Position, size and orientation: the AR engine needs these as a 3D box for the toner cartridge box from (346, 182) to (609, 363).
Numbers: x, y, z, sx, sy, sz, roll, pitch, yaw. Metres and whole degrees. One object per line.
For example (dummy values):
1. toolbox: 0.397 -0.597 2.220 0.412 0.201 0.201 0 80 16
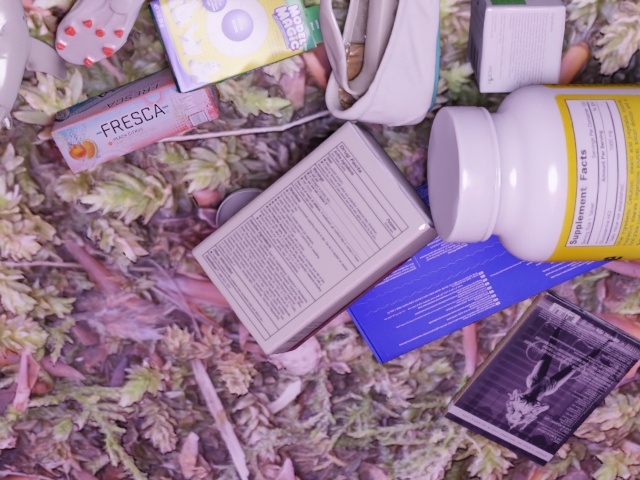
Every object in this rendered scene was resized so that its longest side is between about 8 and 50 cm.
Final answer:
1. toner cartridge box: 0.187 0.000 1.735 0.348 0.075 0.165 -25 119 12

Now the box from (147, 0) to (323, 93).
1. box: -0.083 -0.233 1.572 0.179 0.043 0.105 -21 100 -10

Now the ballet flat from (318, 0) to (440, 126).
1. ballet flat: 0.066 -0.290 1.516 0.139 0.139 0.400 1 123 -3

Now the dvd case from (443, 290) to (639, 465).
1. dvd case: 0.285 0.178 1.876 0.164 0.018 0.221 28 115 -18

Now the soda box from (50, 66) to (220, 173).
1. soda box: -0.205 -0.141 1.642 0.183 0.063 0.058 -20 117 8

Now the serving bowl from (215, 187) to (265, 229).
1. serving bowl: -0.082 -0.028 1.733 0.083 0.027 0.083 -1 120 -2

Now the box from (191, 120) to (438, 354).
1. box: 0.000 0.000 1.638 0.232 0.127 0.148 -38 80 9

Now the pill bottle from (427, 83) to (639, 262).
1. pill bottle: 0.290 -0.071 1.545 0.334 0.188 0.188 -1 120 -9

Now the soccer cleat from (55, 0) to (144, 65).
1. soccer cleat: -0.220 -0.260 1.575 0.068 0.076 0.196 28 135 -21

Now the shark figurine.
1. shark figurine: -0.387 -0.156 1.590 0.116 0.278 0.166 12 163 34

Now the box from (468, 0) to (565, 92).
1. box: 0.210 -0.224 1.589 0.087 0.101 0.102 0 120 -3
